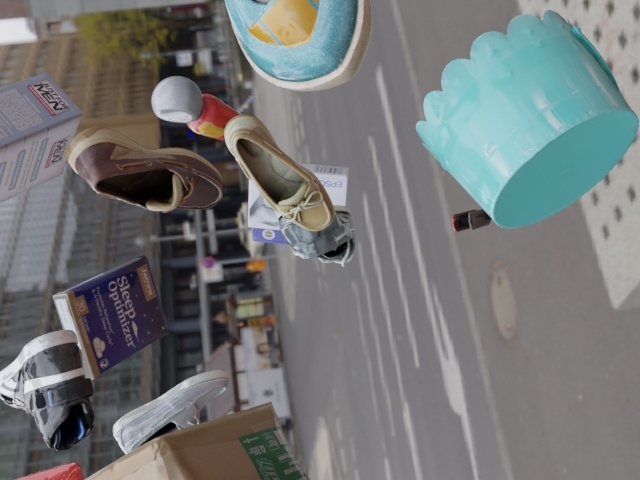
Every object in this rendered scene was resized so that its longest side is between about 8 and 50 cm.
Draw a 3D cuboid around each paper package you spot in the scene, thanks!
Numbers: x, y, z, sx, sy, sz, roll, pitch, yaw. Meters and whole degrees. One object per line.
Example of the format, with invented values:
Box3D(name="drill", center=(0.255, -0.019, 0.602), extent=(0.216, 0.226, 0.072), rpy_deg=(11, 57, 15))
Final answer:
Box3D(name="paper package", center=(-0.201, 0.365, 1.165), extent=(0.168, 0.310, 0.325), rpy_deg=(61, -164, 14))

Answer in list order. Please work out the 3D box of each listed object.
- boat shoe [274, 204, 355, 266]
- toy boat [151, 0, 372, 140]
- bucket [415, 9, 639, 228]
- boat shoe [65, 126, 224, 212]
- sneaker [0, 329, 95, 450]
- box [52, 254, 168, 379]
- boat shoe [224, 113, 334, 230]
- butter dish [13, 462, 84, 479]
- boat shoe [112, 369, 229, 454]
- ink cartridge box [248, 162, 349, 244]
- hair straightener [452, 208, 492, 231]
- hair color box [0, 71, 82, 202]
Box3D(name="boat shoe", center=(0.000, 0.000, 1.401), extent=(0.319, 0.116, 0.099), rpy_deg=(47, -159, -78))
Box3D(name="toy boat", center=(-0.082, -0.261, 1.176), extent=(0.148, 0.318, 0.267), rpy_deg=(20, -152, -53))
Box3D(name="bucket", center=(0.298, -0.161, 1.273), extent=(0.183, 0.281, 0.281), rpy_deg=(59, 164, 26))
Box3D(name="boat shoe", center=(-0.283, -0.094, 1.561), extent=(0.342, 0.123, 0.123), rpy_deg=(20, -152, -55))
Box3D(name="sneaker", center=(-0.328, 0.198, 1.060), extent=(0.217, 0.079, 0.121), rpy_deg=(-43, 64, 53))
Box3D(name="box", center=(-0.315, 0.112, 1.413), extent=(0.225, 0.037, 0.136), rpy_deg=(-33, -70, -60))
Box3D(name="boat shoe", center=(-0.039, -0.059, 0.887), extent=(0.153, 0.056, 0.048), rpy_deg=(52, -168, -29))
Box3D(name="butter dish", center=(-0.407, 0.448, 1.421), extent=(0.118, 0.160, 0.160), rpy_deg=(32, -138, -59))
Box3D(name="boat shoe", center=(-0.255, 0.314, 1.595), extent=(0.081, 0.228, 0.079), rpy_deg=(57, 171, 26))
Box3D(name="ink cartridge box", center=(-0.051, -0.069, 2.008), extent=(0.045, 0.223, 0.223), rpy_deg=(-77, -9, -56))
Box3D(name="hair straightener", center=(0.389, -0.051, 1.985), extent=(0.089, 0.230, 0.047), rpy_deg=(-7, 89, 42))
Box3D(name="hair color box", center=(-0.607, -0.137, 1.537), extent=(0.113, 0.374, 0.185), rpy_deg=(48, 138, 9))
